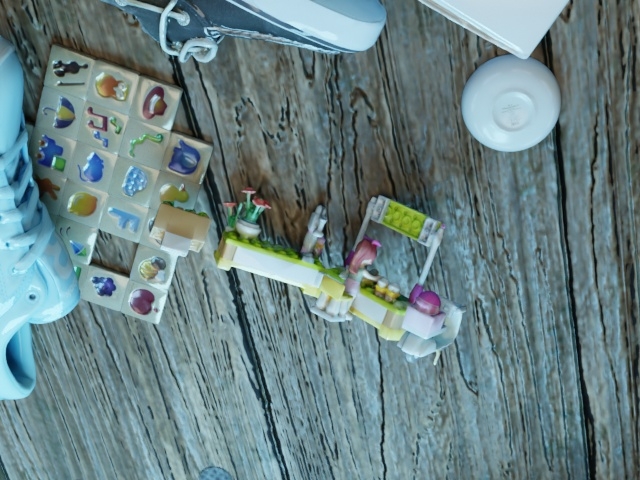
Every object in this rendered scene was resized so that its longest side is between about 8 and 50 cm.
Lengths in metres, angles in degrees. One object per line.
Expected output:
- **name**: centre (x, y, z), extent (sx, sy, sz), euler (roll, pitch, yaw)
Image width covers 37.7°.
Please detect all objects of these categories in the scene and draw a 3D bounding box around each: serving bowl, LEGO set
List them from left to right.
- **LEGO set**: centre (0.000, 0.000, 0.810), extent (0.287, 0.132, 0.107), euler (24, 100, 20)
- **serving bowl**: centre (0.159, -0.110, 0.779), extent (0.083, 0.027, 0.083), euler (2, 116, 5)

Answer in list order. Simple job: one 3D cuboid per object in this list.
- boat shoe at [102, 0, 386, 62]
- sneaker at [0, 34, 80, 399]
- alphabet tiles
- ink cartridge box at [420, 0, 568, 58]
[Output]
- **boat shoe**: centre (-0.103, -0.195, 0.725), extent (0.306, 0.113, 0.105), euler (21, 122, 0)
- **sneaker**: centre (-0.275, -0.007, 0.822), extent (0.150, 0.135, 0.365), euler (16, 125, -9)
- **alphabet tiles**: centre (-0.213, -0.051, 0.860), extent (0.198, 0.009, 0.237), euler (20, 115, -3)
- **ink cartridge box**: centre (0.102, -0.253, 0.606), extent (0.168, 0.232, 0.171), euler (29, 115, -7)
